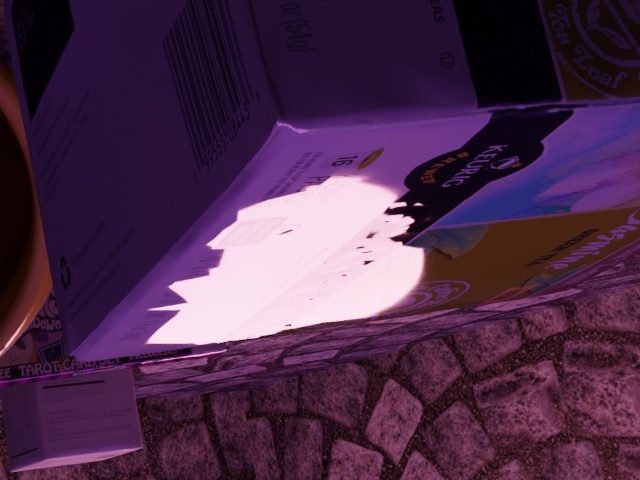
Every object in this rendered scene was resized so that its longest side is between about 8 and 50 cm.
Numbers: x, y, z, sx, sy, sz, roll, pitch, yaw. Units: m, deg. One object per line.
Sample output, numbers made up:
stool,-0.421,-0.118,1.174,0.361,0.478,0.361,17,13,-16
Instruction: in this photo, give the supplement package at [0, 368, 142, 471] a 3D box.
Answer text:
supplement package,-0.329,0.161,1.793,0.134,0.244,0.139,-3,168,-32

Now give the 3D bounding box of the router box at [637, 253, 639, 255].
router box,0.211,-0.026,1.556,0.301,0.082,0.335,0,-179,-44

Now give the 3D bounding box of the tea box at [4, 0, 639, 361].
tea box,0.048,-0.101,0.673,0.324,0.220,0.329,-8,166,-24

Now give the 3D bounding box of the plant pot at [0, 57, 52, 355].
plant pot,-0.285,-0.028,0.937,0.254,0.254,0.239,-10,-175,0

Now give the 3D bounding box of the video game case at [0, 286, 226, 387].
video game case,-0.213,0.015,1.243,0.232,0.210,0.042,-6,168,-16
